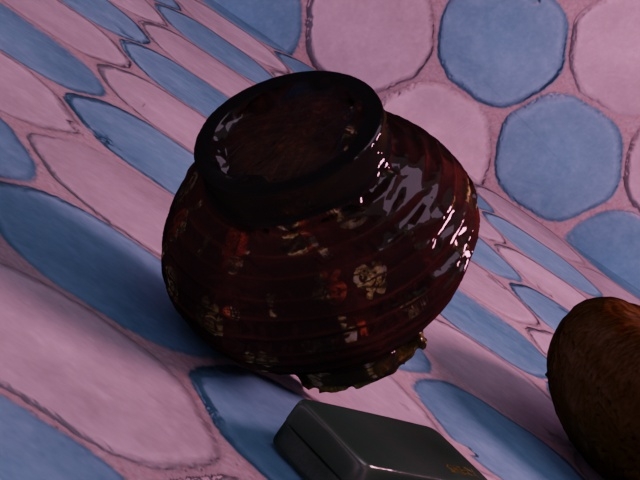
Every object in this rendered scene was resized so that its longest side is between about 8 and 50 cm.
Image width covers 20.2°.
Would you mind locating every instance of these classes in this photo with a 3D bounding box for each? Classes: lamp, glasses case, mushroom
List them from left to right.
[{"bbox_3d":[0.000,0.000,1.341,0.247,0.247,0.247,34,11,-8],"label":"lamp"},{"bbox_3d":[0.047,0.159,1.267,0.078,0.039,0.184,43,13,34],"label":"glasses case"},{"bbox_3d":[0.373,0.173,1.760,0.345,0.239,0.345,37,-13,10],"label":"mushroom"}]
